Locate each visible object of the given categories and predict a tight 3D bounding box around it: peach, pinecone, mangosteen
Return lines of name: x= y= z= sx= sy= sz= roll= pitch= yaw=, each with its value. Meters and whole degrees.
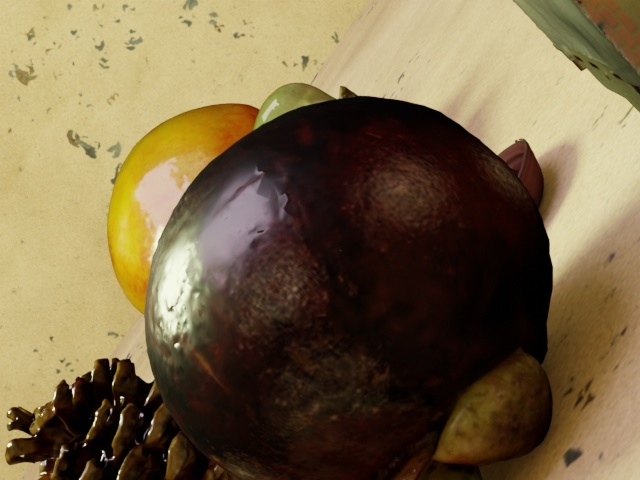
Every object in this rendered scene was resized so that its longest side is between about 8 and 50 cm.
peach: x=-0.141 y=-0.020 z=2.001 sx=0.308 sy=0.308 sz=0.332 roll=-48 pitch=28 yaw=35
pinecone: x=-0.156 y=0.213 z=1.380 sx=0.243 sy=0.257 sz=0.243 roll=-40 pitch=-25 yaw=-23
mangosteen: x=0.033 y=0.048 z=0.999 sx=0.297 sy=0.293 sz=0.297 roll=-38 pitch=-43 yaw=-45

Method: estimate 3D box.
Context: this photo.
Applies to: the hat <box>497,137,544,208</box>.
hat: x=0.111 y=-0.012 z=1.299 sx=0.205 sy=0.089 sz=0.205 roll=-54 pitch=10 yaw=13

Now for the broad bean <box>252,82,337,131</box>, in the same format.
broad bean: x=0.008 y=-0.081 z=1.796 sx=0.189 sy=0.121 sz=0.263 roll=-61 pitch=-31 yaw=-7

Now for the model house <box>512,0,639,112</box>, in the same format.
model house: x=0.271 y=-0.223 z=1.076 sx=0.244 sy=0.169 sz=0.326 roll=-47 pitch=12 yaw=6

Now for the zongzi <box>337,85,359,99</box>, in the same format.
zongzi: x=0.000 y=0.000 z=1.536 sx=0.289 sy=0.154 sz=0.317 roll=-42 pitch=20 yaw=2
